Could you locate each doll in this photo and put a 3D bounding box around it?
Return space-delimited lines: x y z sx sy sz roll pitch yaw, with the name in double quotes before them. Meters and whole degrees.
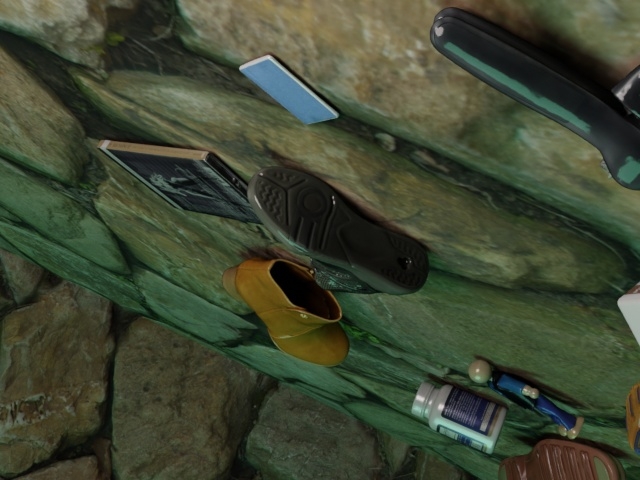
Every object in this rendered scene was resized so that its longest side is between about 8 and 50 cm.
"doll" 0.320 0.243 1.186 0.189 0.046 0.129 31 173 3

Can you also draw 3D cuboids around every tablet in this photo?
"tablet" -0.027 -0.129 0.652 0.083 0.006 0.054 37 160 -29

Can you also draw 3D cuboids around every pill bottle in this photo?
"pill bottle" 0.267 0.336 1.457 0.169 0.094 0.094 20 162 18

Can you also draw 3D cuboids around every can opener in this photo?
"can opener" 0.150 -0.090 0.455 0.186 0.073 0.059 28 -158 4

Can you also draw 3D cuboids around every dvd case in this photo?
"dvd case" -0.173 -0.076 0.999 0.221 0.018 0.164 10 158 39

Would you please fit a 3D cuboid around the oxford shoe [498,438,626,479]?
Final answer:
"oxford shoe" 0.505 0.468 1.519 0.147 0.140 0.397 -2 164 -15

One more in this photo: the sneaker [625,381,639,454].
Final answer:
"sneaker" 0.436 0.172 0.759 0.131 0.111 0.296 9 165 -5

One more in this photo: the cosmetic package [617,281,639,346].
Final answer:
"cosmetic package" 0.339 0.121 0.569 0.231 0.085 0.117 62 156 -6

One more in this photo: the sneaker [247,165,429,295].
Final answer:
"sneaker" 0.000 0.000 0.858 0.228 0.087 0.130 27 158 -23

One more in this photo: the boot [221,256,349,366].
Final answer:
"boot" -0.018 0.128 1.237 0.295 0.104 0.211 38 160 -24
